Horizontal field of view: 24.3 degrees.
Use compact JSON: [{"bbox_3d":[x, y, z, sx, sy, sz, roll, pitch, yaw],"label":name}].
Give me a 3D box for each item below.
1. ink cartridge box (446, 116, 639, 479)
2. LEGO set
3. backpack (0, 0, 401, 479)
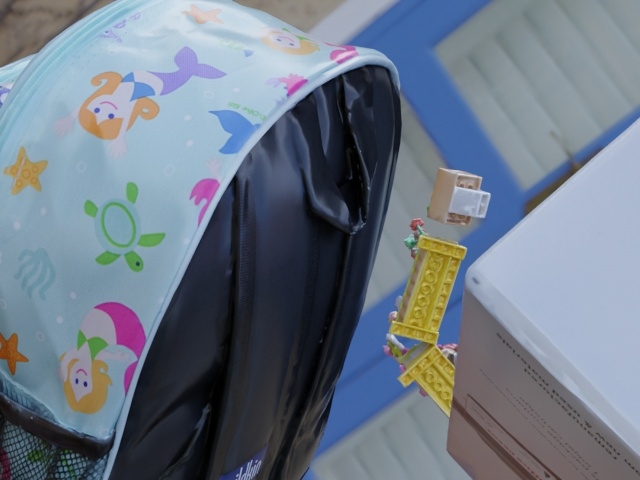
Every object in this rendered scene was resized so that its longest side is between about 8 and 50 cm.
[{"bbox_3d":[0.234,0.049,0.907,0.166,0.285,0.395,46,-11,17],"label":"ink cartridge box"},{"bbox_3d":[0.111,0.070,1.389,0.107,0.132,0.287,-139,-150,-71],"label":"LEGO set"},{"bbox_3d":[-0.074,0.015,0.630,0.191,0.253,0.225,30,33,14],"label":"backpack"}]
